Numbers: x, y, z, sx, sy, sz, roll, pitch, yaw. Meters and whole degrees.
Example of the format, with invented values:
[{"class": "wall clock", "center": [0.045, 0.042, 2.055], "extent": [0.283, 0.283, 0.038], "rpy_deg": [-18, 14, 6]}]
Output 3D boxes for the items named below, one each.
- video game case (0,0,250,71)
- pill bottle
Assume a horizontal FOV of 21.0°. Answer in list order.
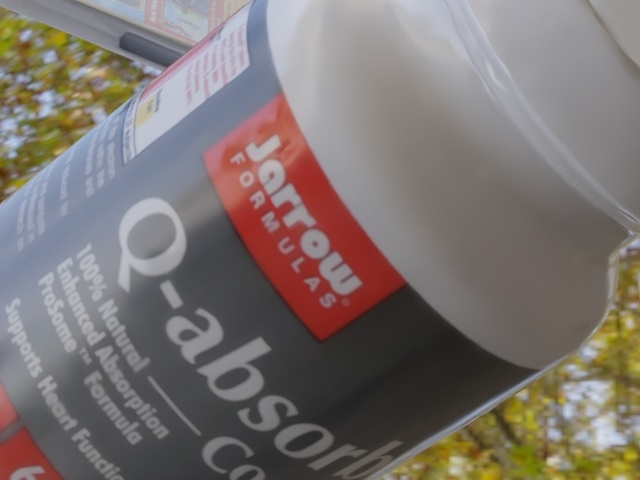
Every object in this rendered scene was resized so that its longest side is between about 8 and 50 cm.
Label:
[{"class": "video game case", "center": [-0.053, -0.152, 1.068], "extent": [0.285, 0.025, 0.204], "rpy_deg": [22, -145, -17]}, {"class": "pill bottle", "center": [0.000, 0.000, 0.780], "extent": [0.210, 0.363, 0.210], "rpy_deg": [40, -152, -27]}]
